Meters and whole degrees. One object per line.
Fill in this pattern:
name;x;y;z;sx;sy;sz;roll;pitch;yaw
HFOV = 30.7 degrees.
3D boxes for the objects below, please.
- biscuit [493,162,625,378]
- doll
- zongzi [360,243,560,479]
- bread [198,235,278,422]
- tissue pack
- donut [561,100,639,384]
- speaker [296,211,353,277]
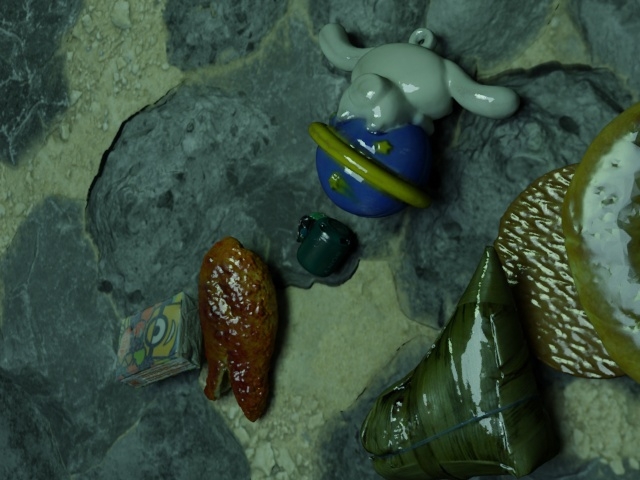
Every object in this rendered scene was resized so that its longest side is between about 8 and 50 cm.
biscuit;0.321;0.034;1.373;0.262;0.037;0.262;0;90;39
doll;0.060;-0.169;1.505;0.311;0.160;0.242;44;116;34
zongzi;0.144;0.159;1.439;0.251;0.125;0.274;-15;90;35
bread;-0.126;0.130;1.690;0.139;0.095;0.268;16;103;45
tissue pack;-0.246;0.156;1.789;0.148;0.060;0.108;-24;51;36
donut;0.431;0.006;1.189;0.360;0.170;0.360;-2;86;27
speaker;0.004;0.000;1.621;0.075;0.060;0.094;-55;24;24
